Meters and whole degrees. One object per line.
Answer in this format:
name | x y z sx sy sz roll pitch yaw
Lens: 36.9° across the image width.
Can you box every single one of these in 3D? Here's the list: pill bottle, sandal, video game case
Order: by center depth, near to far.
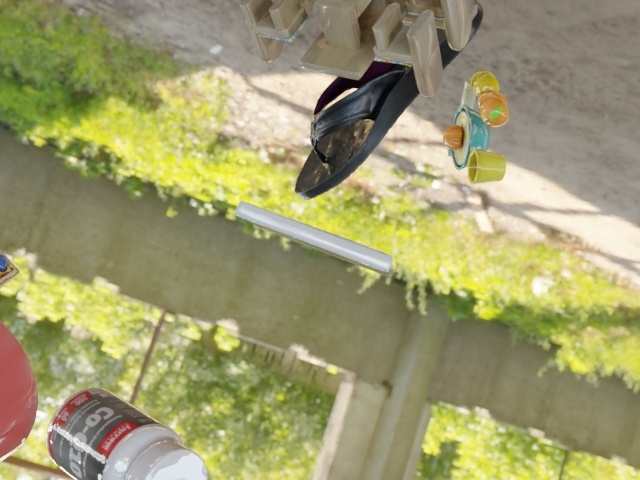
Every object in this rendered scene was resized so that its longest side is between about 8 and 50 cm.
video game case | 0.000 0.000 1.243 0.201 0.023 0.183 21 178 7
sandal | 0.084 -0.259 1.627 0.107 0.446 0.167 34 -161 -23
pill bottle | -0.331 0.369 1.638 0.283 0.161 0.161 17 173 44

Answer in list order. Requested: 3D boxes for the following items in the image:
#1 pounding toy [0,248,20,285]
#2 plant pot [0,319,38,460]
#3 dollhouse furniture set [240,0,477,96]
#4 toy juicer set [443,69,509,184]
pounding toy | -0.602 0.031 1.645 0.141 0.100 0.130 52 -164 -7
plant pot | -0.564 0.241 1.307 0.275 0.275 0.243 17 -157 10
dollhouse furniture set | 0.072 -0.254 1.081 0.212 0.242 0.161 17 148 28
toy juicer set | 0.298 -0.246 1.955 0.089 0.209 0.329 2 -164 -7
